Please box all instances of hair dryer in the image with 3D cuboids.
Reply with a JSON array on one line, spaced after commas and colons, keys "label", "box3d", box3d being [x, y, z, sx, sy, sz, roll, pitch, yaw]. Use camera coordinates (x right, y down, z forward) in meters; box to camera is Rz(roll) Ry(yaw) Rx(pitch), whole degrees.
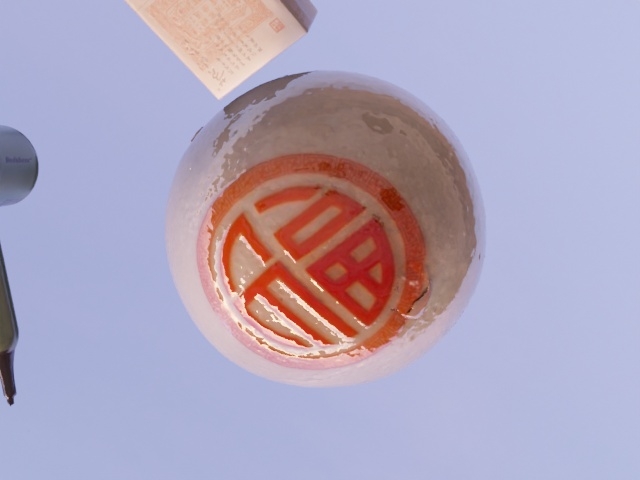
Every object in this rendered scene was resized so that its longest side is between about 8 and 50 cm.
[{"label": "hair dryer", "box3d": [-0.174, 0.013, 0.430, 0.047, 0.071, 0.150, -12, -88, 22]}]

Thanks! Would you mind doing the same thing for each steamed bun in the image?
[{"label": "steamed bun", "box3d": [0.000, 0.000, 0.696, 0.283, 0.177, 0.283, 2, -74, 6]}]

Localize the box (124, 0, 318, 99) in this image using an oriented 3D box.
[{"label": "box", "box3d": [-0.119, -0.260, 0.834, 0.201, 0.141, 0.058, 46, -145, -23]}]
